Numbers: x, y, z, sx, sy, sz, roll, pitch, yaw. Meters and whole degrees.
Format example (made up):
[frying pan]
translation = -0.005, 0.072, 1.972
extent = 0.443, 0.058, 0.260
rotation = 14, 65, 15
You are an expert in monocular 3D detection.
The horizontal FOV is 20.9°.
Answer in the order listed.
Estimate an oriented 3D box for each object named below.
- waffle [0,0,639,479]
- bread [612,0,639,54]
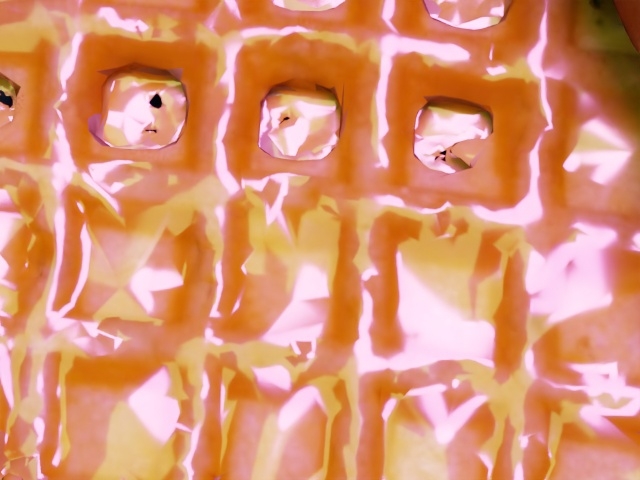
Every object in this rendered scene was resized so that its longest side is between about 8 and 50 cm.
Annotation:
[waffle]
translation = 0.000, -0.001, 0.445
extent = 0.262, 0.060, 0.280
rotation = -41, 79, -4
[bread]
translation = 0.105, -0.142, 0.391
extent = 0.153, 0.119, 0.288
rotation = -19, 85, -27
